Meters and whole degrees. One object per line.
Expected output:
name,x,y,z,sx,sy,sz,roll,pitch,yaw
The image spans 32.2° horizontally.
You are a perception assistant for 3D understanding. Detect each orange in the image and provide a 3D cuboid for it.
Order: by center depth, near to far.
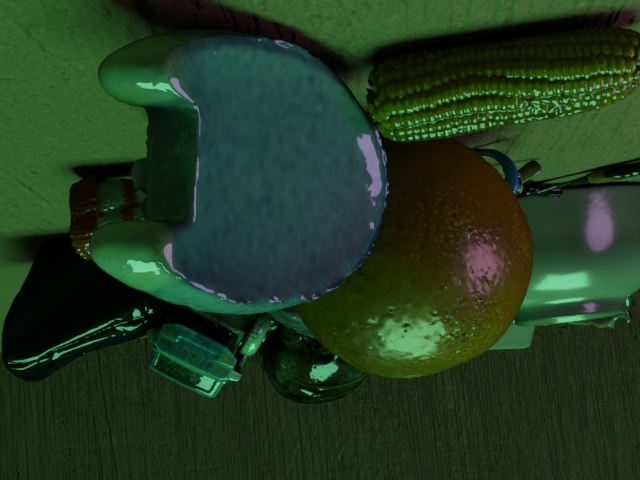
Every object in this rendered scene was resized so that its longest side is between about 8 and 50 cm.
orange,0.094,0.016,1.186,0.274,0.274,0.274,-5,171,-1

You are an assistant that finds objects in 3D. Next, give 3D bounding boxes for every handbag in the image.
handbag,-0.383,0.096,1.707,0.275,0.178,0.302,-20,174,-11

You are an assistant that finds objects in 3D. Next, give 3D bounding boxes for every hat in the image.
hat,-0.195,-0.041,1.238,0.162,0.093,0.112,-12,-163,1

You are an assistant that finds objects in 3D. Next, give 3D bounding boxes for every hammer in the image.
hammer,0.377,-0.086,1.517,0.201,0.021,0.078,-11,170,37

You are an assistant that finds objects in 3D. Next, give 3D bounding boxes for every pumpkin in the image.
pumpkin,-0.031,0.159,1.844,0.242,0.232,0.325,0,-167,-22

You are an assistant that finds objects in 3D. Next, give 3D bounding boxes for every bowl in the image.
bowl,0.387,0.036,1.770,0.354,0.185,0.354,-5,171,-1

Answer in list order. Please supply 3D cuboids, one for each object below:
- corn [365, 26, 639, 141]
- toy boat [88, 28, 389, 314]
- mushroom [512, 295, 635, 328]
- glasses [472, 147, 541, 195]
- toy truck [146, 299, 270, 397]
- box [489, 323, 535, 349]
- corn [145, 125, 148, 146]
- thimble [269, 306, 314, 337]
corn,0.152,-0.129,0.914,0.231,0.080,0.080,-7,171,12
toy boat,-0.072,-0.050,0.877,0.123,0.215,0.330,2,-178,33
mushroom,0.495,0.048,2.166,0.292,0.217,0.212,12,-151,-23
glasses,0.171,-0.068,1.396,0.239,0.102,0.207,-14,-164,38
toy truck,-0.167,0.134,1.621,0.155,0.156,0.279,26,-176,-4
box,0.190,0.129,2.215,0.367,0.090,0.373,2,-167,-38
corn,-0.093,-0.064,1.104,0.102,0.102,0.313,-7,171,9
thimble,0.025,0.038,1.538,0.236,0.205,0.172,7,172,18
